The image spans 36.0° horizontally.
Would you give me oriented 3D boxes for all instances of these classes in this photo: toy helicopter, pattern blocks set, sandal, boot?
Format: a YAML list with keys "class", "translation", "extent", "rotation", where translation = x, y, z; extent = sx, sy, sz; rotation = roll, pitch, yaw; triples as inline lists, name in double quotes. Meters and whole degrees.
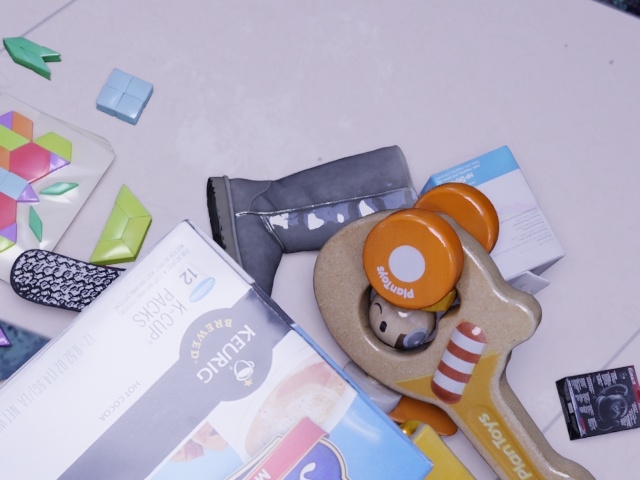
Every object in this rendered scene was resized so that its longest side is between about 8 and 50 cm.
- class: "toy helicopter"
  translation: [0.118, 0.137, 0.898]
  extent: [0.355, 0.235, 0.140]
  rotation: [54, 29, 3]
- class: "pattern blocks set"
  translation: [-0.308, -0.052, 0.972]
  extent: [0.286, 0.026, 0.324]
  rotation: [14, 70, -4]
- class: "sandal"
  translation: [-0.205, 0.052, 0.940]
  extent: [0.179, 0.040, 0.067]
  rotation: [21, 82, -15]
- class: "boot"
  translation: [0.001, 0.000, 0.984]
  extent: [0.209, 0.076, 0.189]
  rotation: [-4, 75, -17]

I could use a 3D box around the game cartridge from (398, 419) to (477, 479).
- class: "game cartridge"
  translation: [0.087, 0.366, 0.839]
  extent: [0.285, 0.053, 0.323]
  rotation: [-43, 102, -18]

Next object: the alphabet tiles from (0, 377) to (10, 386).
- class: "alphabet tiles"
  translation: [-0.377, 0.214, 0.885]
  extent: [0.237, 0.009, 0.198]
  rotation: [-17, 75, -13]

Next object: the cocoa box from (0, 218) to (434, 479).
- class: "cocoa box"
  translation: [-0.105, 0.166, 0.746]
  extent: [0.228, 0.347, 0.231]
  rotation: [45, 77, 1]

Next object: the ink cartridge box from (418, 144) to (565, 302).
- class: "ink cartridge box"
  translation: [0.170, -0.004, 0.991]
  extent: [0.090, 0.092, 0.143]
  rotation: [-22, 76, -14]

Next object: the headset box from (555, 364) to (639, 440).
- class: "headset box"
  translation: [0.286, 0.162, 0.986]
  extent: [0.083, 0.032, 0.062]
  rotation: [-9, 74, -12]
